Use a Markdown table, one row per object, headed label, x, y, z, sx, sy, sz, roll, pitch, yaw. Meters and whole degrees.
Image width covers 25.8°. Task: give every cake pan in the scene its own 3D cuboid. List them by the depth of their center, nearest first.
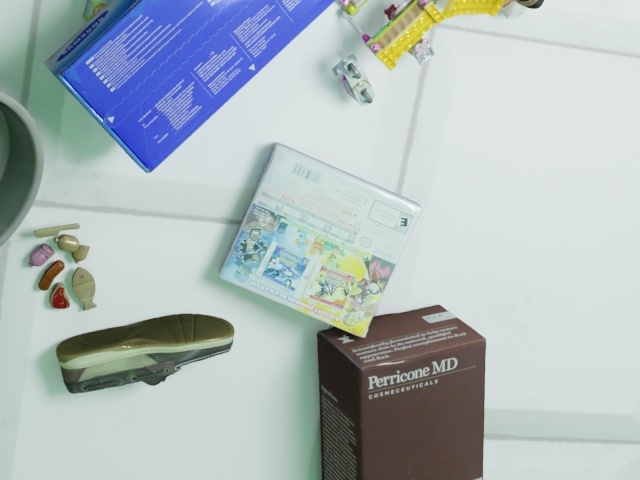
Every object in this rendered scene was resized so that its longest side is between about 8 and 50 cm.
| label | x | y | z | sx | sy | sz | roll | pitch | yaw |
| --- | --- | --- | --- | --- | --- | --- | --- | --- | --- |
| cake pan | -0.451 | -0.065 | 1.555 | 0.293 | 0.054 | 0.293 | -26 | 142 | -22 |

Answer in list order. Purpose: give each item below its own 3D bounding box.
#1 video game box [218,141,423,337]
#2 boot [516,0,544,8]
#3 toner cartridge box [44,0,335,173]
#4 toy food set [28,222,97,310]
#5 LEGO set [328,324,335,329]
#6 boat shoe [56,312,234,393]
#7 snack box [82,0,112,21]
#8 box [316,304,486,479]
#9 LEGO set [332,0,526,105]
| label | x | y | z | sx | sy | sz | roll | pitch | yaw |
| --- | --- | --- | --- | --- | --- | --- | --- | --- | --- |
| video game box | 0.000 | 0.000 | 1.777 | 0.205 | 0.048 | 0.187 | 24 | 97 | -8 |
| boot | 0.200 | -0.352 | 1.679 | 0.137 | 0.198 | 0.077 | 22 | 113 | -20 |
| toner cartridge box | -0.132 | -0.257 | 1.613 | 0.348 | 0.075 | 0.165 | -43 | 119 | -5 |
| toy food set | -0.319 | 0.034 | 1.721 | 0.078 | 0.019 | 0.122 | -10 | 119 | -16 |
| LEGO set | 0.036 | 0.130 | 1.881 | 0.054 | 0.023 | 0.083 | -32 | 129 | -4 |
| boat shoe | -0.218 | 0.146 | 1.765 | 0.223 | 0.080 | 0.073 | -8 | 116 | -11 |
| snack box | -0.196 | -0.289 | 1.640 | 0.141 | 0.037 | 0.100 | 12 | 102 | -24 |
| box | 0.111 | 0.296 | 1.883 | 0.191 | 0.143 | 0.381 | -12 | 112 | -23 |
| LEGO set | 0.130 | -0.296 | 1.742 | 0.287 | 0.107 | 0.132 | -33 | 150 | -11 |
